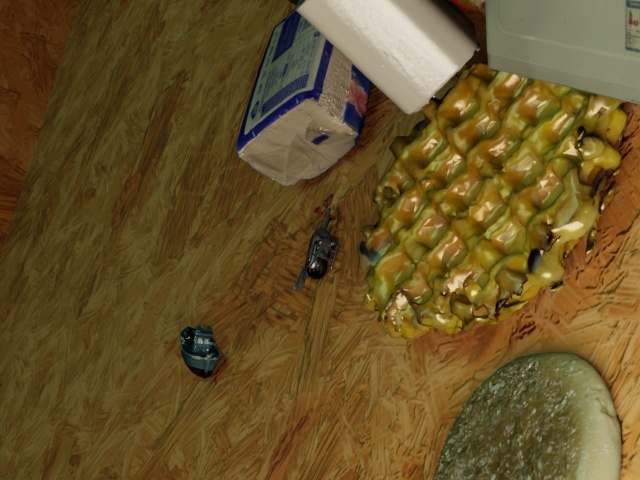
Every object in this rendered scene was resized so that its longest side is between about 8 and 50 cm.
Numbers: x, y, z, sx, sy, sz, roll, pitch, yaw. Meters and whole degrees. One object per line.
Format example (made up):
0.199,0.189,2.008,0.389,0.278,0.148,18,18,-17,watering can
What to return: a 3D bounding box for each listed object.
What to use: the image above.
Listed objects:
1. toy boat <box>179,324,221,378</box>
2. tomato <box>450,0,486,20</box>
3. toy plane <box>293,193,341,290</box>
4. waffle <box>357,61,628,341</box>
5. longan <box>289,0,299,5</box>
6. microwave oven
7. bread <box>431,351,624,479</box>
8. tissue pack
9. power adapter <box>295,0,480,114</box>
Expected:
-0.184,0.163,2.002,0.137,0.060,0.060,-123,41,-67,toy boat
0.250,-0.344,1.554,0.233,0.140,0.200,43,107,30,tomato
0.000,0.000,1.831,0.060,0.037,0.145,148,139,-66,toy plane
0.188,-0.060,1.437,0.382,0.095,0.379,-20,44,54,waffle
0.062,-0.489,1.791,0.391,0.391,0.391,-45,29,34,longan
0.303,-0.245,1.161,0.295,0.181,0.237,27,126,55,microwave oven
0.181,0.221,1.229,0.267,0.040,0.267,-46,29,34,bread
-0.006,-0.240,1.979,0.209,0.137,0.269,-36,32,46,tissue pack
0.058,-0.289,1.570,0.124,0.255,0.187,-45,12,18,power adapter
